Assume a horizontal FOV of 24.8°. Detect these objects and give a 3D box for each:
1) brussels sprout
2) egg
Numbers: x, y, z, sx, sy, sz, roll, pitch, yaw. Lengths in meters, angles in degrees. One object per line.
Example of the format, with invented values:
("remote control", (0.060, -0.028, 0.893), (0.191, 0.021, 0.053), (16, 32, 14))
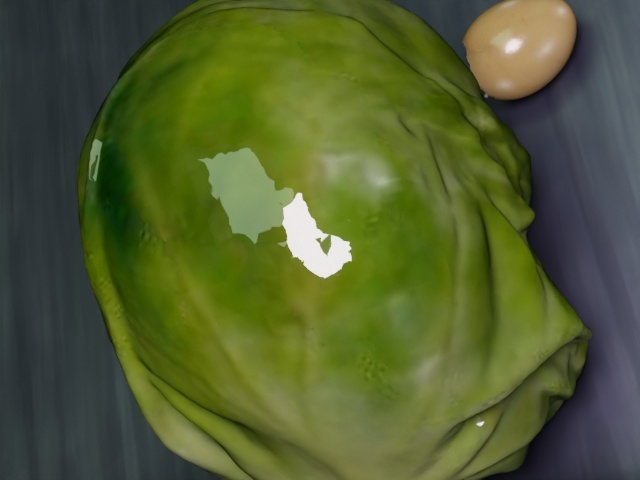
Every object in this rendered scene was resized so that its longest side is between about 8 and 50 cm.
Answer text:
("brussels sprout", (-0.016, -0.002, 1.077), (0.342, 0.361, 0.425), (-38, 52, 15))
("egg", (0.165, -0.160, 1.189), (0.096, 0.080, 0.080), (-25, 58, 19))
